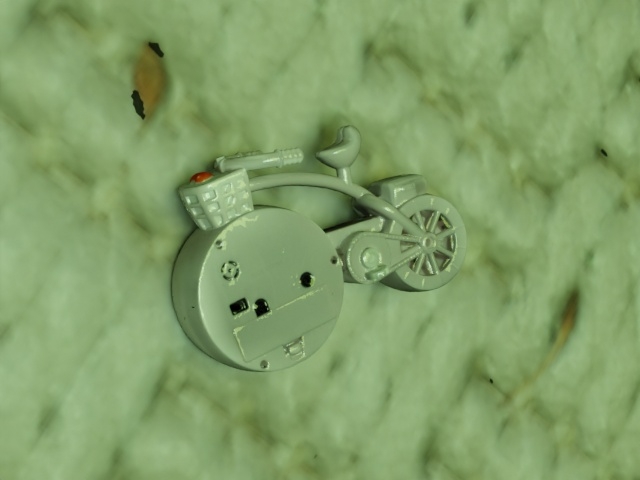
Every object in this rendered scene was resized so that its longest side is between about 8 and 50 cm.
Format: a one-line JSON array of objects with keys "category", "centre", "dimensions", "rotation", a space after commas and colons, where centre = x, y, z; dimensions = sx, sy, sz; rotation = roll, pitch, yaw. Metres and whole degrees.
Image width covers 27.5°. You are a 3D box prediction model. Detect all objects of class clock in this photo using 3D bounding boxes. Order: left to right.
[{"category": "clock", "centre": [0.000, 0.000, 0.529], "dimensions": [0.129, 0.041, 0.087], "rotation": [-17, 99, -27]}]
